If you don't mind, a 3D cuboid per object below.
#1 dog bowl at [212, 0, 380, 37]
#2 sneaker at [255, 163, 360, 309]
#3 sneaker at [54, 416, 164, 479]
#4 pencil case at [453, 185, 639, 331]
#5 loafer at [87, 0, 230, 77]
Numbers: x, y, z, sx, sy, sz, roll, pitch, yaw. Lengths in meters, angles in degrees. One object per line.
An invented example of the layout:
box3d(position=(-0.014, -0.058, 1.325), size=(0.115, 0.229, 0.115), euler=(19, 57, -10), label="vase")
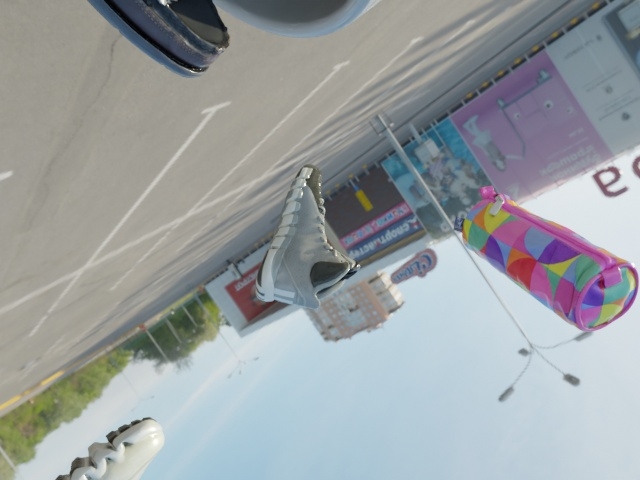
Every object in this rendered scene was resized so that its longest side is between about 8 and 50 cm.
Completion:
box3d(position=(-0.055, -0.330, 0.432), size=(0.102, 0.349, 0.349), euler=(-57, -169, -18), label="dog bowl")
box3d(position=(0.000, 0.000, 0.744), size=(0.086, 0.132, 0.229), euler=(102, 6, -64), label="sneaker")
box3d(position=(-0.243, 0.304, 0.478), size=(0.292, 0.118, 0.110), euler=(-51, -174, -22), label="sneaker")
box3d(position=(0.280, 0.017, 0.658), size=(0.104, 0.104, 0.236), euler=(-34, -144, -5), label="pencil case")
box3d(position=(-0.154, -0.252, 0.339), size=(0.095, 0.302, 0.109), euler=(-24, -146, 25), label="loafer")
